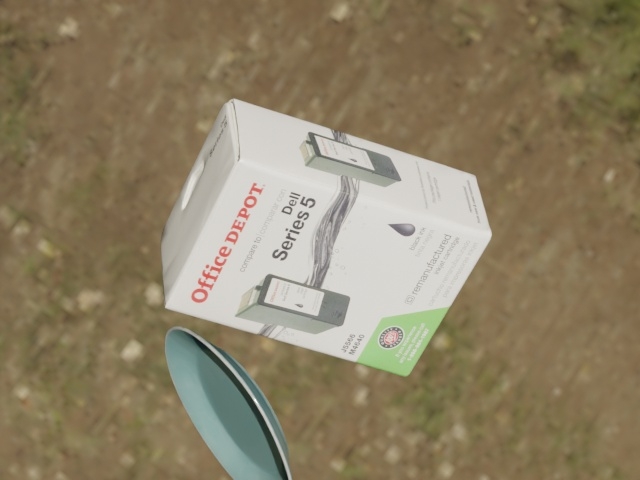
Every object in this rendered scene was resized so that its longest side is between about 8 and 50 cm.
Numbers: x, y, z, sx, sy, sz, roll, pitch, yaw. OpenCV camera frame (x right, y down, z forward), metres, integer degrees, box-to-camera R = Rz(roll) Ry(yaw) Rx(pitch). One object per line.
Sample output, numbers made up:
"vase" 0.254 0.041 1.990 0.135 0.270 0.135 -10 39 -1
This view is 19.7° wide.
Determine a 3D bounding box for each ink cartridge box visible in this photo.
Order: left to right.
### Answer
"ink cartridge box" 0.000 0.000 1.827 0.273 0.114 0.198 16 124 -18

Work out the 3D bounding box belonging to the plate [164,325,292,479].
"plate" -0.074 0.151 1.608 0.024 0.188 0.188 -32 145 -23
